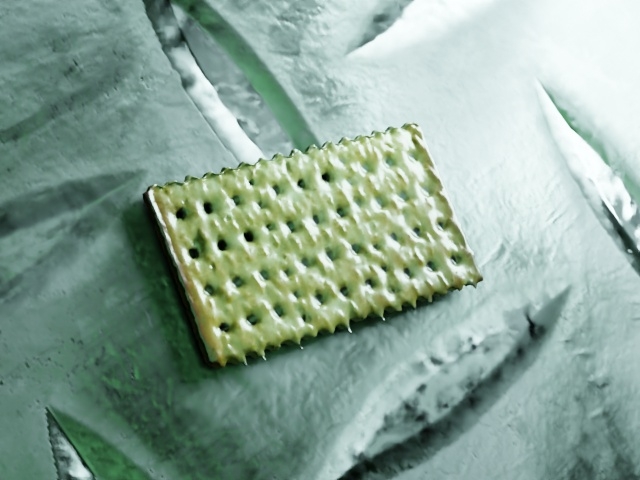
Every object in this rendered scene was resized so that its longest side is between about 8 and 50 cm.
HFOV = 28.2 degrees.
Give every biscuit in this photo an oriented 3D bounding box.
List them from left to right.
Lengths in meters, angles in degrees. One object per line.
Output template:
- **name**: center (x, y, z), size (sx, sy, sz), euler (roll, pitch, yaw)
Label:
- **biscuit**: center (0.000, 0.000, 0.898), size (0.232, 0.016, 0.139), euler (-17, 81, -30)
